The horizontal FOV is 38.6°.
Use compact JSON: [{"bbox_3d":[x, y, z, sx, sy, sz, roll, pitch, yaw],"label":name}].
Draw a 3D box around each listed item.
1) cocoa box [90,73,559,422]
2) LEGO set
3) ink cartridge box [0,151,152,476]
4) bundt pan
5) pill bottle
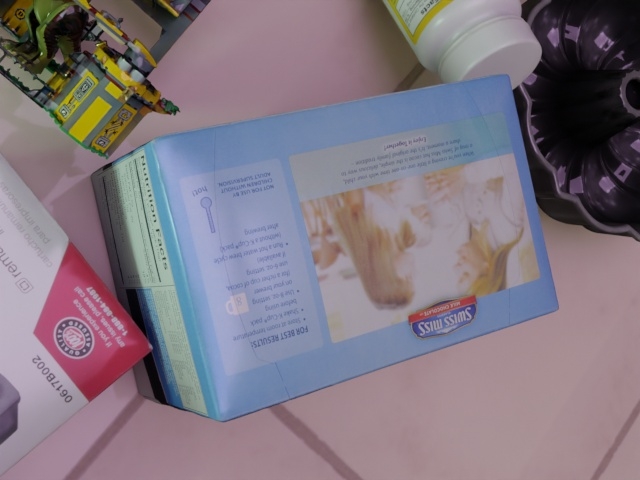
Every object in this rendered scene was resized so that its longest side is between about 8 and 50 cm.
[{"bbox_3d":[0.000,0.000,0.842,0.347,0.228,0.231,-14,93,-26],"label":"cocoa box"},{"bbox_3d":[-0.212,-0.240,0.742,0.331,0.255,0.192,41,98,-6],"label":"LEGO set"},{"bbox_3d":[-0.328,0.098,0.734,0.306,0.131,0.226,-41,104,-23],"label":"ink cartridge box"},{"bbox_3d":[0.327,-0.161,1.069,0.331,0.124,0.331,1,87,-25],"label":"bundt pan"},{"bbox_3d":[0.132,-0.248,0.941,0.119,0.119,0.208,-16,66,-26],"label":"pill bottle"}]
